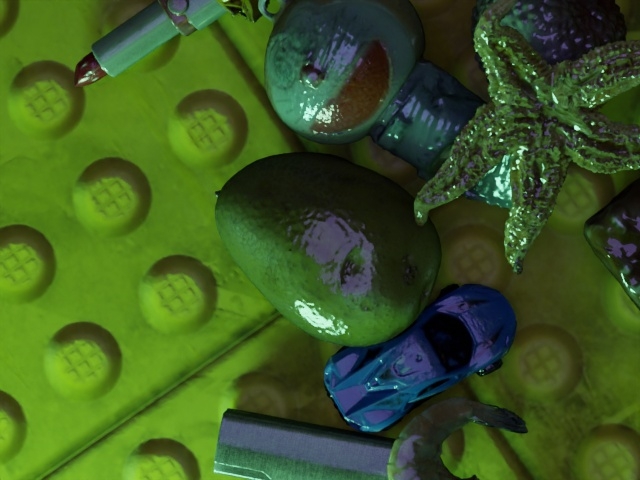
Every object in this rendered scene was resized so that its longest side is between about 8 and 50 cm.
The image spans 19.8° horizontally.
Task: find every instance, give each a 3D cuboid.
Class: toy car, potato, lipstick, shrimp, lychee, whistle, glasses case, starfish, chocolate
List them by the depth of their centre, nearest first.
[{"bbox_3d":[0.228,-0.102,1.811,0.299,0.060,0.302,29,116,-23],"label":"starfish"},{"bbox_3d":[0.234,-0.219,1.858,0.165,0.165,0.197,42,132,4],"label":"lychee"},{"bbox_3d":[0.075,-0.144,1.873,0.348,0.189,0.189,36,94,0],"label":"whistle"},{"bbox_3d":[0.391,-0.021,1.883,0.214,0.093,0.148,-38,88,5],"label":"chocolate"},{"bbox_3d":[0.000,0.000,1.895,0.251,0.159,0.174,29,64,13],"label":"potato"},{"bbox_3d":[0.174,0.256,1.924,0.219,0.046,0.152,41,81,-9],"label":"shrimp"},{"bbox_3d":[0.106,0.123,1.929,0.216,0.063,0.103,-30,87,6],"label":"toy car"},{"bbox_3d":[-0.008,0.231,1.951,0.205,0.047,0.070,10,93,5],"label":"glasses case"},{"bbox_3d":[-0.191,-0.220,1.963,0.186,0.057,0.063,-34,87,8],"label":"lipstick"}]

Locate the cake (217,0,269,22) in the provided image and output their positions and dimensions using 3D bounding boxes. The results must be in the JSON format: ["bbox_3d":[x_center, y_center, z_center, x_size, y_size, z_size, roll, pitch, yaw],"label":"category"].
[{"bbox_3d":[-0.115,-0.306,1.907,0.080,0.185,0.116,-6,53,39],"label":"cake"}]
